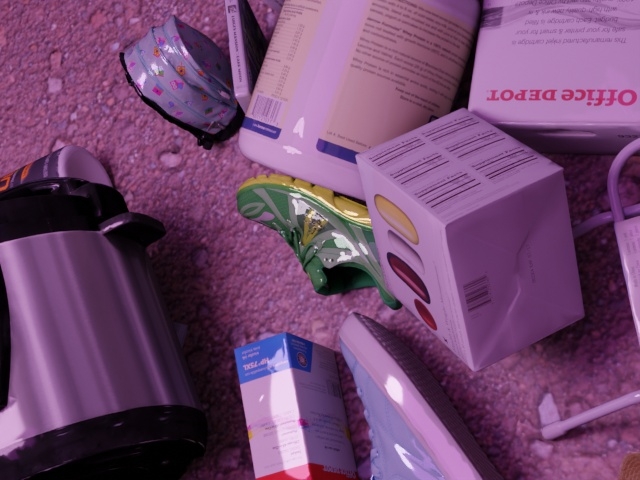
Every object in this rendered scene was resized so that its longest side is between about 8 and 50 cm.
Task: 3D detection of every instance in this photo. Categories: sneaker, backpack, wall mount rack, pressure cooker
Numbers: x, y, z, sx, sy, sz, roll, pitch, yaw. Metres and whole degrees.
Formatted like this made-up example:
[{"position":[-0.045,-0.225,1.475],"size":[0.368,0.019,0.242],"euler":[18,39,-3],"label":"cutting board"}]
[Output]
[{"position":[0.097,0.251,1.389],"size":[0.150,0.135,0.366],"euler":[-40,60,10],"label":"sneaker"},{"position":[-0.187,-0.224,1.647],"size":[0.115,0.182,0.152],"euler":[-42,60,13],"label":"backpack"},{"position":[0.353,0.075,1.308],"size":[0.304,0.130,0.350],"euler":[-15,69,21],"label":"wall mount rack"},{"position":[-0.371,0.138,1.532],"size":[0.420,0.369,0.375],"euler":[68,155,21],"label":"pressure cooker"},{"position":[0.000,0.000,1.525],"size":[0.295,0.109,0.124],"euler":[23,85,31],"label":"sneaker"}]

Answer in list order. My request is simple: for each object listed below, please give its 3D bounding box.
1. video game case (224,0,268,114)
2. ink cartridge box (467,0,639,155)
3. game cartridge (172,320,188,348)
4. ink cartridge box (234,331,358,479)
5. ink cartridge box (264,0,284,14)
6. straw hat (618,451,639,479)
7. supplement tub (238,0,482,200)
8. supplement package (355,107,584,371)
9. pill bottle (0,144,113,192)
[{"position":[-0.089,-0.229,1.593],"size":[0.022,0.190,0.173],"euler":[-11,71,8],"label":"video game case"},{"position":[0.313,-0.261,1.413],"size":[0.223,0.129,0.308],"euler":[4,78,29],"label":"ink cartridge box"},{"position":[-0.224,0.133,1.666],"size":[0.083,0.017,0.056],"euler":[12,86,31],"label":"game cartridge"},{"position":[-0.023,0.239,1.457],"size":[0.078,0.134,0.231],"euler":[-20,67,22],"label":"ink cartridge box"},{"position":[-0.007,-0.449,1.600],"size":[0.270,0.197,0.198],"euler":[-44,60,10],"label":"ink cartridge box"},{"position":[0.375,0.283,1.265],"size":[0.061,0.144,0.144],"euler":[-13,65,-16],"label":"straw hat"},{"position":[0.056,-0.220,1.463],"size":[0.235,0.235,0.325],"euler":[22,95,31],"label":"supplement tub"},{"position":[0.162,-0.006,1.327],"size":[0.149,0.194,0.203],"euler":[-24,32,-15],"label":"supplement package"},{"position":[-0.430,-0.036,1.759],"size":[0.245,0.130,0.130],"euler":[-23,67,22],"label":"pill bottle"}]
